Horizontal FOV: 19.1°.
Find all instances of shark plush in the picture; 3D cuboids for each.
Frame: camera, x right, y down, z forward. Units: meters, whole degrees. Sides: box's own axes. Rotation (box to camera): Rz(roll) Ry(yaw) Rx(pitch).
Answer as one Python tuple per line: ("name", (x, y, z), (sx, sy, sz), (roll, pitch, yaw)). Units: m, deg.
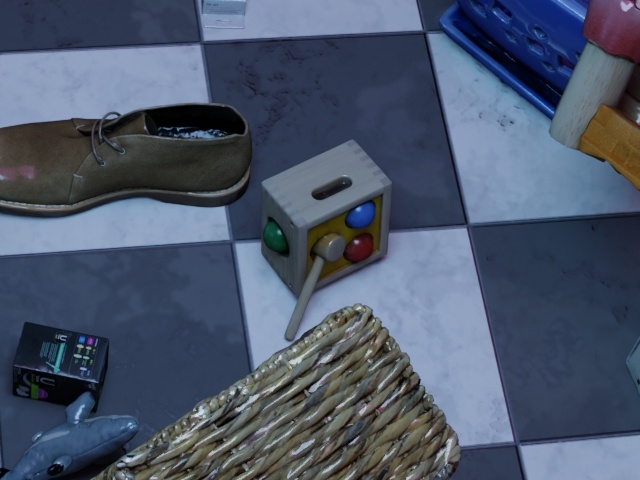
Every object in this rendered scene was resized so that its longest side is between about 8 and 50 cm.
("shark plush", (-0.246, 0.195, 1.753), (0.161, 0.067, 0.073), (-17, 106, -13))

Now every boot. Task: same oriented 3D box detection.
("boot", (-0.219, -0.097, 1.914), (0.305, 0.115, 0.112), (-3, 62, -9))

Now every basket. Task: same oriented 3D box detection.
("basket", (-0.044, 0.231, 1.723), (0.299, 0.223, 0.213), (-33, 86, -26))

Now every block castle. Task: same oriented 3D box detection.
("block castle", (0.472, -0.114, 1.831), (0.453, 0.213, 0.303), (9, 24, -37))

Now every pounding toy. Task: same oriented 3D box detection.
("pounding toy", (0.000, 0.000, 1.892), (0.141, 0.130, 0.100), (-26, 55, -22))

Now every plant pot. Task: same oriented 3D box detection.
("plant pot", (0.277, -0.270, 2.034), (0.236, 0.212, 0.236), (40, 61, 15))

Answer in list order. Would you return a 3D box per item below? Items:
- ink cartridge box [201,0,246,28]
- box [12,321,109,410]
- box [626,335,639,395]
("ink cartridge box", (-0.106, -0.274, 2.084), (0.048, 0.028, 0.083), (0, 60, -8))
("box", (-0.247, 0.120, 1.811), (0.083, 0.062, 0.052), (11, 57, -2))
("box", (0.444, 0.129, 1.874), (0.232, 0.127, 0.149), (-13, 62, -15))
